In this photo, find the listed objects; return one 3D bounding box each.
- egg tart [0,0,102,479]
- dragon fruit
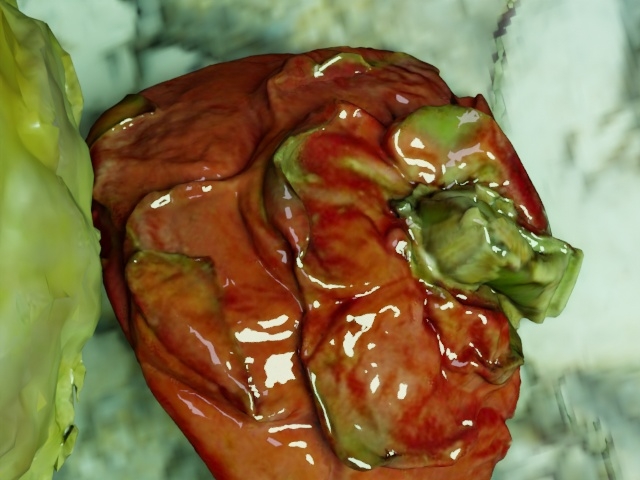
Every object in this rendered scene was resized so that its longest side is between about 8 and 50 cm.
[{"bbox_3d":[-0.160,0.015,0.466,0.352,0.150,0.351,-10,77,47],"label":"egg tart"},{"bbox_3d":[0.000,0.000,0.457,0.106,0.083,0.162,-34,66,14],"label":"dragon fruit"}]
